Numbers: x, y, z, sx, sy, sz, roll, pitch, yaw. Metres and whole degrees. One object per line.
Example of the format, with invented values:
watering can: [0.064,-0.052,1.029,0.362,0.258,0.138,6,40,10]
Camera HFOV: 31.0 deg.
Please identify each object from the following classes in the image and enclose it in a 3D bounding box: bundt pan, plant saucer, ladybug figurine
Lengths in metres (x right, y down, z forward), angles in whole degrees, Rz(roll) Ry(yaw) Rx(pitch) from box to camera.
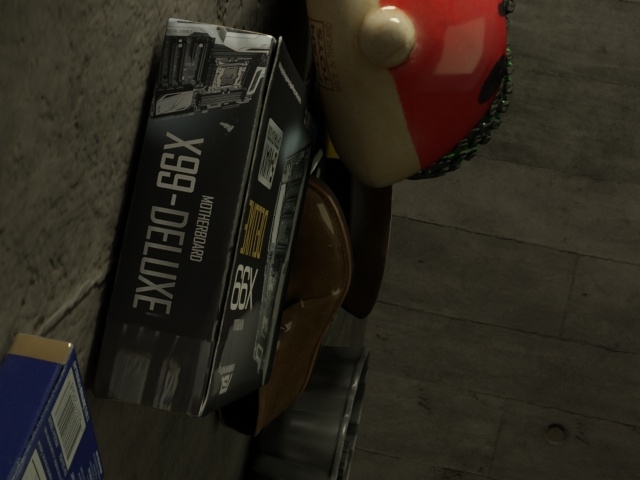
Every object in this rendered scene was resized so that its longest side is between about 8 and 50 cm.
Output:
bundt pan: [-0.022,0.296,1.608,0.331,0.124,0.331,11,90,-84]
plant saucer: [0.036,-0.053,1.505,0.310,0.050,0.311,-179,-90,-79]
ladybug figurine: [0.074,-0.208,1.062,0.449,0.161,0.305,-89,171,-71]

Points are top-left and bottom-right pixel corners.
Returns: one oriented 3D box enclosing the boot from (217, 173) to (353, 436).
boot: [-0.043,0.073,1.161,0.115,0.112,0.305,-53,157,-52]

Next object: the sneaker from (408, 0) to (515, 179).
sneaker: [0.143,-0.236,1.325,0.134,0.146,0.344,2,107,-40]

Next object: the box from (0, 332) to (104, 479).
box: [-0.162,0.173,0.548,0.136,0.036,0.225,93,9,-50]

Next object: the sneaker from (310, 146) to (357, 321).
sneaker: [0.000,0.000,1.390,0.084,0.097,0.235,-66,166,-65]

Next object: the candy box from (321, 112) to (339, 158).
candy box: [0.022,-0.208,1.378,0.105,0.027,0.206,-110,-157,-75]

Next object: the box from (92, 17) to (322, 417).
box: [-0.070,-0.007,0.854,0.307,0.076,0.243,37,64,-84]
